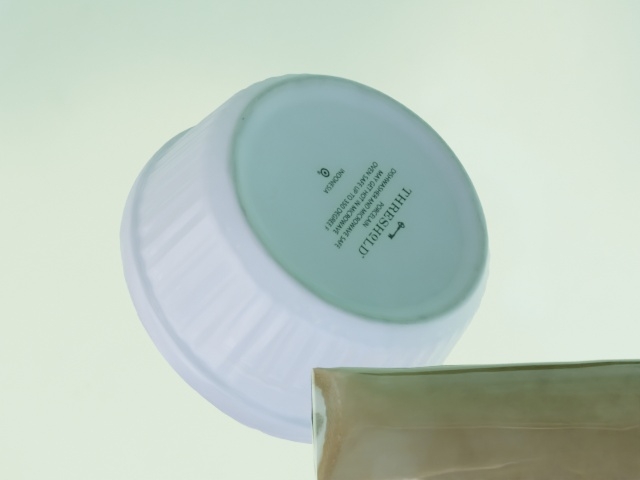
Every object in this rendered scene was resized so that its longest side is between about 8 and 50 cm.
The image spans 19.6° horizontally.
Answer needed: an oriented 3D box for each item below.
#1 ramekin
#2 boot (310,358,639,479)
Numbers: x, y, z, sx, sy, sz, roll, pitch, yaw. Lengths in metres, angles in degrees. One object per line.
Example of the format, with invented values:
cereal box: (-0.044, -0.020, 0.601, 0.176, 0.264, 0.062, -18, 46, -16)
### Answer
ramekin: (0.000, 0.000, 1.351, 0.273, 0.273, 0.127, 36, 137, -5)
boot: (0.129, 0.044, 0.576, 0.269, 0.236, 0.089, -5, 174, 2)
